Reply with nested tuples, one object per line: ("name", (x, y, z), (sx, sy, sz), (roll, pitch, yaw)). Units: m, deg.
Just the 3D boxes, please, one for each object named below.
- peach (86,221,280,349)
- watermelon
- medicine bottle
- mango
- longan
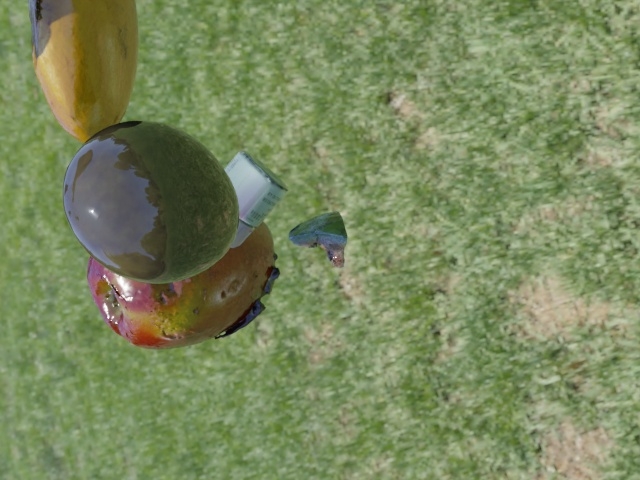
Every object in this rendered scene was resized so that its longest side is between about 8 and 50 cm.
("peach", (-0.303, 0.059, 2.100), (0.339, 0.416, 0.353), (53, 146, 22))
("watermelon", (-0.001, -0.011, 1.561), (0.155, 0.101, 0.080), (-89, -8, -57))
("medicine bottle", (-0.165, -0.084, 1.882), (0.168, 0.135, 0.135), (-48, 44, 5))
("mango", (-0.302, -0.255, 1.184), (0.187, 0.137, 0.257), (-119, 23, -72))
("longan", (-0.173, -0.045, 0.963), (0.159, 0.184, 0.204), (-55, 15, 23))
